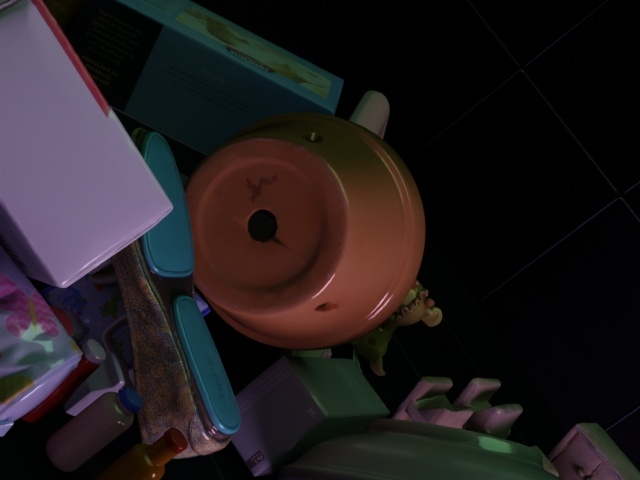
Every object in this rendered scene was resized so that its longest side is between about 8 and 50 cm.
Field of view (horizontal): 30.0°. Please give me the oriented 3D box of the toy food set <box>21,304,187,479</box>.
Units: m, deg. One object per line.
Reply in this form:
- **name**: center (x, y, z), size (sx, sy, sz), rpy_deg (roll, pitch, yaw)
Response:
- **toy food set**: center (-0.219, 0.134, 1.148), size (0.111, 0.104, 0.232), rpy_deg (37, 20, -46)

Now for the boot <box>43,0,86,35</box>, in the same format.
- **boot**: center (-0.360, -0.279, 1.529), size (0.104, 0.211, 0.295), rpy_deg (42, 17, -33)

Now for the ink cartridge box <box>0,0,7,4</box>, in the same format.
- **ink cartridge box**: center (-0.445, -0.253, 1.274), size (0.233, 0.168, 0.171), rpy_deg (31, 25, -56)

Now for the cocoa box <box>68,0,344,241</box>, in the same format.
- **cocoa box**: center (-0.171, -0.179, 1.609), size (0.347, 0.228, 0.231), rpy_deg (27, 18, -5)

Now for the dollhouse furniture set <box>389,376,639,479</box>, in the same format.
- **dollhouse furniture set**: center (0.311, 0.439, 1.931), size (0.394, 0.256, 0.362), rpy_deg (7, 35, -45)

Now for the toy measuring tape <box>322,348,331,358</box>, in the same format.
- **toy measuring tape**: center (-0.081, 0.067, 1.852), size (0.121, 0.121, 0.330), rpy_deg (-105, 175, -59)

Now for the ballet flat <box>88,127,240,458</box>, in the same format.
- **ballet flat**: center (-0.181, 0.057, 1.240), size (0.123, 0.123, 0.348), rpy_deg (12, 60, -69)

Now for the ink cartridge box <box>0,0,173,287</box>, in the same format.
- **ink cartridge box**: center (-0.287, -0.088, 1.106), size (0.226, 0.131, 0.306), rpy_deg (58, -19, -17)

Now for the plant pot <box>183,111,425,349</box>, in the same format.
- **plant pot**: center (-0.040, -0.012, 1.377), size (0.291, 0.291, 0.203), rpy_deg (54, 12, 10)

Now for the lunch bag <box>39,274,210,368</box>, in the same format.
- **lunch bag**: center (-0.221, 0.076, 1.322), size (0.129, 0.096, 0.151), rpy_deg (52, 43, 2)

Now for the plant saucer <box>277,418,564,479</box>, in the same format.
- **plant saucer**: center (0.153, 0.285, 1.434), size (0.400, 0.400, 0.100), rpy_deg (33, 65, -53)

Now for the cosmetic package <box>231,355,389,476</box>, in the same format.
- **cosmetic package**: center (-0.018, 0.222, 1.530), size (0.107, 0.127, 0.238), rpy_deg (54, 12, 22)

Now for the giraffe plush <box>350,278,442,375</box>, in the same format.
- **giraffe plush**: center (0.111, 0.117, 2.117), size (0.181, 0.170, 0.210), rpy_deg (41, 17, -39)

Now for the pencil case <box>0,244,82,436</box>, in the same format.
- **pencil case**: center (-0.327, 0.037, 1.036), size (0.273, 0.113, 0.124), rpy_deg (51, 31, 0)

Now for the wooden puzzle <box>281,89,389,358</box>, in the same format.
- **wooden puzzle**: center (0.000, 0.000, 1.701), size (0.080, 0.348, 0.322), rpy_deg (16, 42, 11)

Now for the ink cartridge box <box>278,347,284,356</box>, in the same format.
- **ink cartridge box**: center (-0.028, 0.176, 1.819), size (0.083, 0.028, 0.048), rpy_deg (44, 16, -31)
